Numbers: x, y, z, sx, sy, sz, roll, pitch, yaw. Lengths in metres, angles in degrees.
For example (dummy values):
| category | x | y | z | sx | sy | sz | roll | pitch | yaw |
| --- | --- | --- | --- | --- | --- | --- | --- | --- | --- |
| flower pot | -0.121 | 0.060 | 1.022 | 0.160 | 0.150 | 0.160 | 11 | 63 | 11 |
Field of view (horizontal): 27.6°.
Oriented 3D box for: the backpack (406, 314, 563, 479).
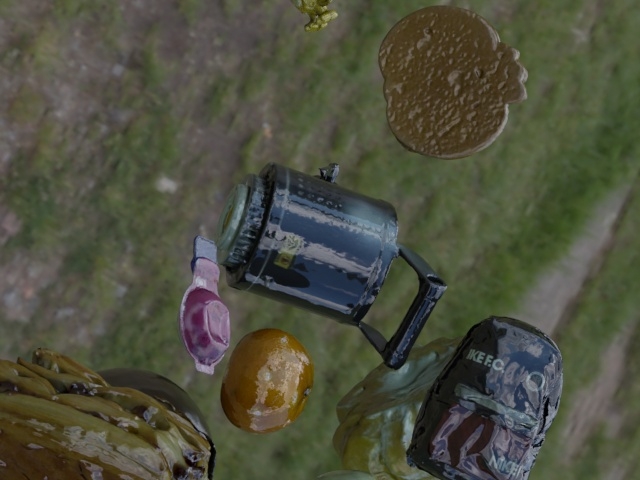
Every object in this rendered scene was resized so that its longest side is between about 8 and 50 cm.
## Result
| category | x | y | z | sx | sy | sz | roll | pitch | yaw |
| --- | --- | --- | --- | --- | --- | --- | --- | --- | --- |
| backpack | 0.155 | 0.151 | 1.183 | 0.106 | 0.120 | 0.165 | -16 | 125 | -86 |

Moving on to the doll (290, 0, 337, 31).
| category | x | y | z | sx | sy | sz | roll | pitch | yaw |
| --- | --- | --- | --- | --- | --- | --- | --- | --- | --- |
| doll | -0.029 | -0.366 | 1.660 | 0.096 | 0.188 | 0.145 | -17 | 156 | -21 |

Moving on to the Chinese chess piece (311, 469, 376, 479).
| category | x | y | z | sx | sy | sz | roll | pitch | yaw |
| --- | --- | --- | --- | --- | --- | --- | --- | --- | --- |
| Chinese chess piece | 0.036 | 0.376 | 1.600 | 0.083 | 0.188 | 0.188 | -9 | 131 | -23 |

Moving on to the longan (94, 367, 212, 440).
| category | x | y | z | sx | sy | sz | roll | pitch | yaw |
| --- | --- | --- | --- | --- | --- | --- | --- | --- | --- |
| longan | -0.314 | 0.338 | 2.025 | 0.297 | 0.297 | 0.297 | -46 | 152 | -33 |

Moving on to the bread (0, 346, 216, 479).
| category | x | y | z | sx | sy | sz | roll | pitch | yaw |
| --- | --- | --- | --- | --- | --- | --- | --- | --- | --- |
| bread | -0.291 | 0.267 | 1.631 | 0.277 | 0.324 | 0.167 | 102 | 7 | -45 |

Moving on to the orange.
| category | x | y | z | sx | sy | sz | roll | pitch | yaw |
| --- | --- | --- | --- | --- | --- | --- | --- | --- | --- |
| orange | -0.074 | 0.202 | 1.860 | 0.156 | 0.124 | 0.156 | 16 | 90 | -85 |

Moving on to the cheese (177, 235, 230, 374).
| category | x | y | z | sx | sy | sz | roll | pitch | yaw |
| --- | --- | --- | --- | --- | --- | --- | --- | --- | --- |
| cheese | -0.206 | 0.115 | 2.304 | 0.155 | 0.062 | 0.244 | 25 | 60 | -59 |

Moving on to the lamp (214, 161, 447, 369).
| category | x | y | z | sx | sy | sz | roll | pitch | yaw |
| --- | --- | --- | --- | --- | --- | --- | --- | --- | --- |
| lamp | -0.022 | 0.010 | 1.989 | 0.272 | 0.374 | 0.205 | 8 | 121 | -32 |

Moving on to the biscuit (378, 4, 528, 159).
| category | x | y | z | sx | sy | sz | roll | pitch | yaw |
| --- | --- | --- | --- | --- | --- | --- | --- | --- | --- |
| biscuit | 0.147 | -0.173 | 1.421 | 0.170 | 0.170 | 0.050 | -67 | 166 | 11 |

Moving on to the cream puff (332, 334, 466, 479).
| category | x | y | z | sx | sy | sz | roll | pitch | yaw |
| --- | --- | --- | --- | --- | --- | --- | --- | --- | --- |
| cream puff | 0.206 | 0.317 | 2.077 | 0.378 | 0.378 | 0.275 | -34 | 104 | -47 |
